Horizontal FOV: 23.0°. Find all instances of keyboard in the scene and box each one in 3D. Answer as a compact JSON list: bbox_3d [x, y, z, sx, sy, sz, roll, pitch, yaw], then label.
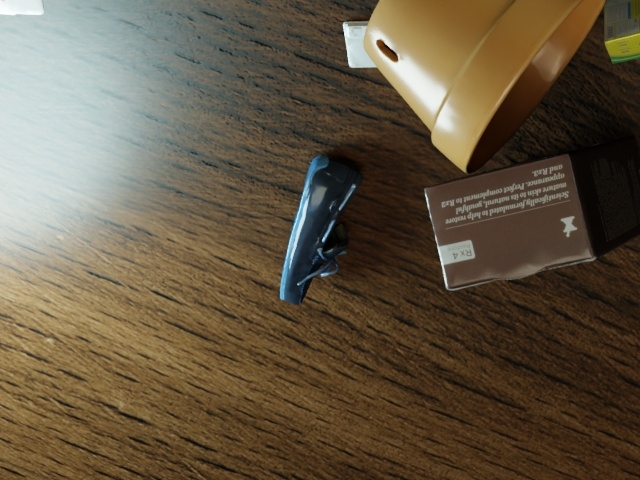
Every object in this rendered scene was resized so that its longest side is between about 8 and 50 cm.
[{"bbox_3d":[0.159,-0.265,2.109,0.256,0.014,0.072,1,134,14],"label":"keyboard"}]

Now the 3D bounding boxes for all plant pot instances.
[{"bbox_3d":[0.190,-0.256,1.945,0.203,0.291,0.291,37,131,11],"label":"plant pot"}]

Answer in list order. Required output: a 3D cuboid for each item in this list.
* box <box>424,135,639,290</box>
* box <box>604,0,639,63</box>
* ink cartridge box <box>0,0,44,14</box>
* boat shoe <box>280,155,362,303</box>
[{"bbox_3d":[0.290,-0.040,2.016,0.191,0.381,0.143,-13,93,23],"label":"box"},{"bbox_3d":[0.445,-0.286,1.954,0.179,0.105,0.043,-13,132,23],"label":"box"},{"bbox_3d":[-0.466,-0.376,2.139,0.198,0.067,0.115,7,130,11],"label":"ink cartridge box"},{"bbox_3d":[0.000,0.000,2.306,0.089,0.109,0.258,14,133,-2],"label":"boat shoe"}]
